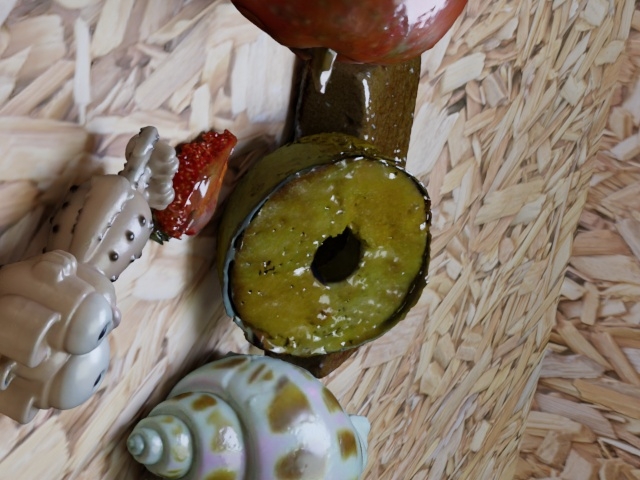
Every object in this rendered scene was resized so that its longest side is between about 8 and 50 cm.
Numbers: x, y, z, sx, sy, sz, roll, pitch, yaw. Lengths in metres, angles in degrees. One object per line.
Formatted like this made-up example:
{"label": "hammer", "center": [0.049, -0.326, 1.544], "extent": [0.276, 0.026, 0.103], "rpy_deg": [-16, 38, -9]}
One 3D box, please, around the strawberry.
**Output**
{"label": "strawberry", "center": [-0.122, -0.053, 1.729], "extent": [0.152, 0.048, 0.104], "rpy_deg": [-53, 159, -31]}

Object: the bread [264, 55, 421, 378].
{"label": "bread", "center": [0.024, -0.050, 2.036], "extent": [0.165, 0.113, 0.417], "rpy_deg": [-42, 146, -55]}

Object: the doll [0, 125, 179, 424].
{"label": "doll", "center": [-0.205, 0.023, 1.480], "extent": [0.278, 0.119, 0.154], "rpy_deg": [-61, 172, -27]}

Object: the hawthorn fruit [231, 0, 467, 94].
{"label": "hawthorn fruit", "center": [0.027, -0.280, 1.574], "extent": [0.275, 0.275, 0.300], "rpy_deg": [14, 88, -71]}

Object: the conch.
{"label": "conch", "center": [-0.073, 0.224, 1.939], "extent": [0.197, 0.249, 0.368], "rpy_deg": [-47, 139, -1]}

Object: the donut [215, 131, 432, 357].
{"label": "donut", "center": [0.000, 0.000, 1.888], "extent": [0.272, 0.107, 0.272], "rpy_deg": [-12, 128, -16]}
